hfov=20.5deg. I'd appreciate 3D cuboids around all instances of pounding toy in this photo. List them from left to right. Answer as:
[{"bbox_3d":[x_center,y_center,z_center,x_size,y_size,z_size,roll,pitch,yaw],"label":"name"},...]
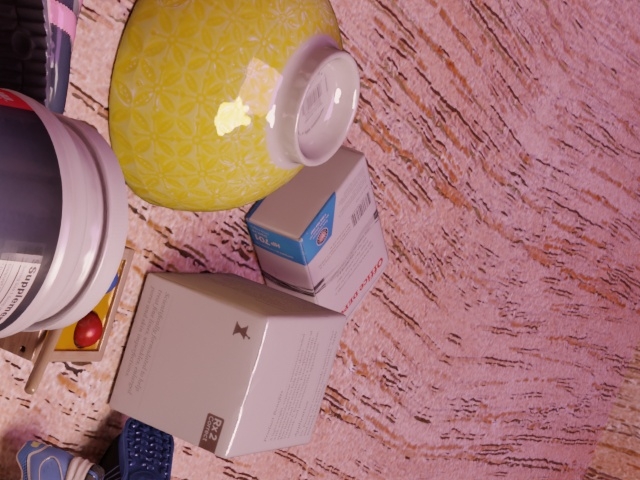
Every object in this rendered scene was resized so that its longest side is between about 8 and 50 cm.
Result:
[{"bbox_3d":[-0.237,0.059,1.577,0.141,0.100,0.130,7,102,-63],"label":"pounding toy"}]

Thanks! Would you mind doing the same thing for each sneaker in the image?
[{"bbox_3d":[-0.284,0.278,1.682,0.211,0.081,0.080,-59,177,18],"label":"sneaker"},{"bbox_3d":[-0.214,-0.211,1.421,0.131,0.112,0.319,-24,130,-51],"label":"sneaker"},{"bbox_3d":[-0.195,0.273,1.744,0.090,0.081,0.232,-60,-171,28],"label":"sneaker"}]

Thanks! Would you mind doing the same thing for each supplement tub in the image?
[{"bbox_3d":[-0.292,-0.025,1.267,0.272,0.191,0.191,7,102,-51],"label":"supplement tub"}]

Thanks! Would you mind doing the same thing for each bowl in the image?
[{"bbox_3d":[-0.056,-0.148,1.713,0.289,0.156,0.289,-42,143,-44],"label":"bowl"}]

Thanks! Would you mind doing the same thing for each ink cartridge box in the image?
[{"bbox_3d":[0.000,0.000,2.002,0.139,0.082,0.190,-53,151,-28],"label":"ink cartridge box"}]

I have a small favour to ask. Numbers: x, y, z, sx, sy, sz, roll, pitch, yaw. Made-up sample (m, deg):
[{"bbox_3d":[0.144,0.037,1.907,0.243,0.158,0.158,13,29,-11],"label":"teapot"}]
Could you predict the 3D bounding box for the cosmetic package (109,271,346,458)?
[{"bbox_3d":[-0.094,0.125,1.836,0.184,0.151,0.151,5,103,-63],"label":"cosmetic package"}]
